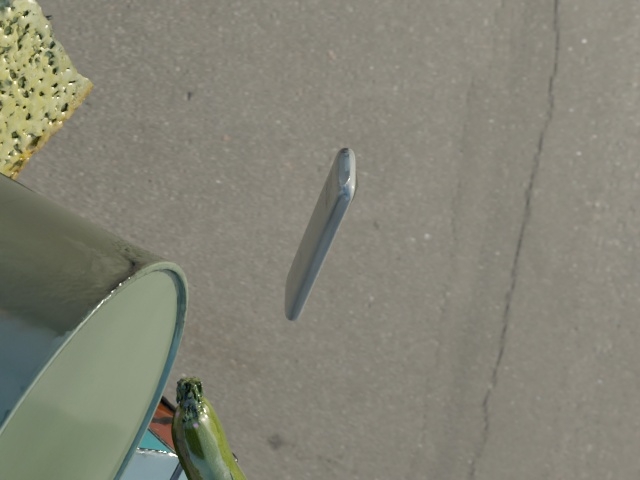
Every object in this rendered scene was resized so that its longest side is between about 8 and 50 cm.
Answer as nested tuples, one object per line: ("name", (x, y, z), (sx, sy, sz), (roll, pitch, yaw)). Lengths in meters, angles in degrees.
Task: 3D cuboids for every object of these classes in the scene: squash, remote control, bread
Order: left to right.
("bread", (-0.459, -0.197, 1.164), (0.279, 0.315, 0.248), (-45, 157, -10))
("squash", (-0.098, 0.194, 0.898), (0.052, 0.052, 0.183), (-40, 135, -27))
("remote control", (0.000, 0.000, 1.148), (0.029, 0.261, 0.067), (9, 52, -11))

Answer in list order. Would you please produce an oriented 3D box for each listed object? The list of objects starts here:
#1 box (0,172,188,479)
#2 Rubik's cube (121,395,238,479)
("box", (-0.186, 0.078, 0.499), (0.226, 0.149, 0.226), (-60, 170, -17))
("Rubik's cube", (-0.225, 0.246, 1.043), (0.180, 0.183, 0.167), (24, 93, -52))
